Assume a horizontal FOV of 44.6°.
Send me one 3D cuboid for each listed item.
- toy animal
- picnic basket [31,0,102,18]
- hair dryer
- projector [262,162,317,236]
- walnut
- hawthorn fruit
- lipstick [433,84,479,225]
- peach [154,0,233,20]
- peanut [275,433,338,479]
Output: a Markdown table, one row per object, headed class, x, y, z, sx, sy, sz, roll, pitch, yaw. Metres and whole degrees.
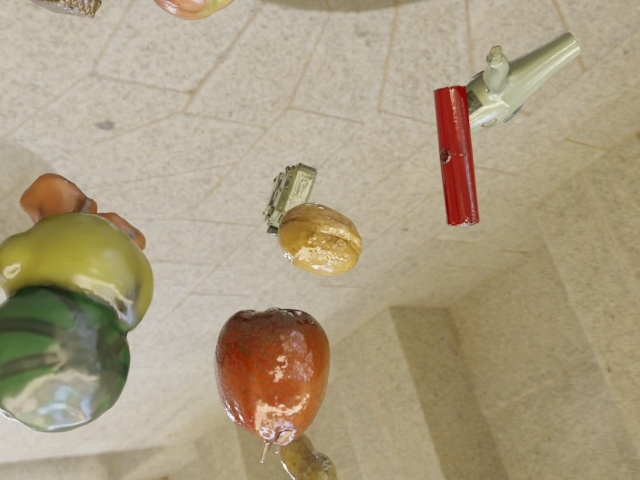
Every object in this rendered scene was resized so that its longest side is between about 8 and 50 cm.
| class | x | y | z | sx | sy | sz | roll | pitch | yaw |
| --- | --- | --- | --- | --- | --- | --- | --- | --- | --- |
| toy animal | -0.318 | 0.078 | 1.015 | 0.191 | 0.216 | 0.338 | -24 | -135 | 30 |
| picnic basket | -0.576 | -0.535 | 1.726 | 0.193 | 0.110 | 0.054 | 19 | -90 | 39 |
| hair dryer | 0.406 | -0.345 | 1.546 | 0.119 | 0.296 | 0.298 | 56 | -16 | 11 |
| projector | -0.091 | -0.104 | 2.105 | 0.269 | 0.088 | 0.193 | 168 | -59 | -79 |
| walnut | 0.000 | 0.000 | 1.777 | 0.159 | 0.207 | 0.159 | -47 | -147 | 44 |
| hawthorn fruit | -0.081 | 0.246 | 1.332 | 0.210 | 0.211 | 0.262 | -17 | -107 | 50 |
| lipstick | 0.272 | -0.166 | 1.561 | 0.073 | 0.073 | 0.279 | 0 | -80 | 51 |
| peach | -0.266 | -0.574 | 1.534 | 0.256 | 0.232 | 0.232 | 51 | -45 | -6 |
| peanut | -0.025 | 0.499 | 1.698 | 0.214 | 0.099 | 0.099 | 40 | -63 | 43 |
